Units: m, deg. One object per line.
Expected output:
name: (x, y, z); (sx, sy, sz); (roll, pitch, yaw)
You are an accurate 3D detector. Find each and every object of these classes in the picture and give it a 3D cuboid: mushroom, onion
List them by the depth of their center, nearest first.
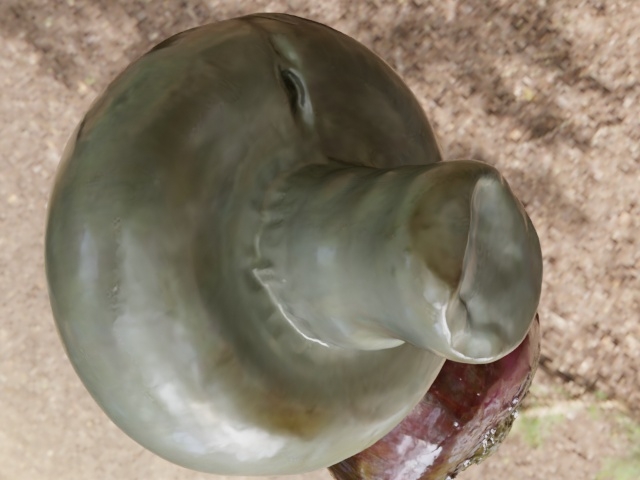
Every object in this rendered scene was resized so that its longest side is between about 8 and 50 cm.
mushroom: (0.000, 0.000, 0.596); (0.244, 0.243, 0.243); (27, 143, 23)
onion: (0.089, 0.128, 1.121); (0.190, 0.246, 0.246); (46, 148, 18)
